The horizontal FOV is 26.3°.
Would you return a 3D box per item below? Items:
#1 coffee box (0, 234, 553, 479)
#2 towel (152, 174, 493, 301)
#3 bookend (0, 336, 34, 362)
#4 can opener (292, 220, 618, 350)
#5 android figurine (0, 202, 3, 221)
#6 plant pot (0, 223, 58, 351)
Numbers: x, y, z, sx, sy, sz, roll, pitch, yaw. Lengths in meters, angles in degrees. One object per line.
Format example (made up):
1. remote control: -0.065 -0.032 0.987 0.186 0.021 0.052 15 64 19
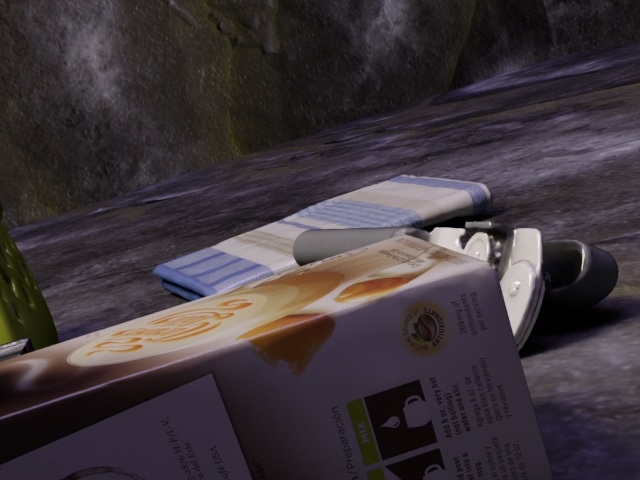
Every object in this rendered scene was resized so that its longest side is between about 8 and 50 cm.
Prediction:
1. coffee box: -0.048 0.083 0.578 0.246 0.098 0.141 -18 7 -9
2. towel: 0.000 0.000 1.274 0.285 0.034 0.209 -21 12 -19
3. bookend: -0.233 0.123 0.760 0.156 0.072 0.157 -17 9 -5
4. can opener: 0.066 0.032 0.866 0.093 0.074 0.280 19 -9 -30
5. android figurine: -0.271 -0.007 0.545 0.272 0.248 0.056 -15 47 22
6. plant pot: -0.358 0.037 1.112 0.228 0.207 0.227 -18 9 -4
